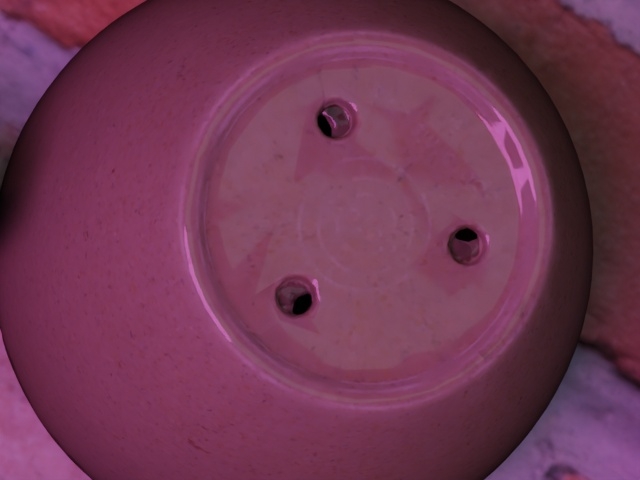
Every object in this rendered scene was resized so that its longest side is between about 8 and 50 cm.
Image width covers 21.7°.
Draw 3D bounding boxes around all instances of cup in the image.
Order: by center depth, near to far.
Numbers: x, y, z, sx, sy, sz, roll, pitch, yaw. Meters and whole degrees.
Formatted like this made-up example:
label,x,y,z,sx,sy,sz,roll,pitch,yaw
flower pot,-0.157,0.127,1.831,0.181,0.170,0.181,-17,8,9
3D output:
label,x,y,z,sx,sy,sz,roll,pitch,yaw
cup,0.000,0.000,0.832,0.331,0.237,0.331,1,85,-9
